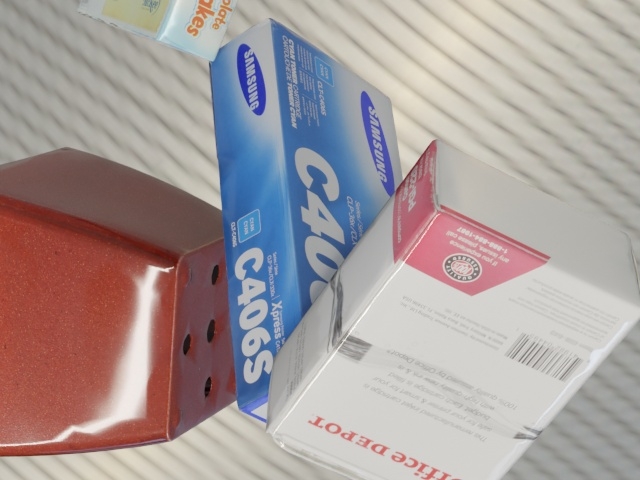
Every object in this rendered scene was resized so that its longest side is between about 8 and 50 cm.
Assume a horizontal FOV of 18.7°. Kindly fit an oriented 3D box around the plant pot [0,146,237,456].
[{"bbox_3d":[-0.210,0.070,1.885,0.236,0.267,0.267,9,103,21],"label":"plant pot"}]

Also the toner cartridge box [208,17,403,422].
[{"bbox_3d":[0.000,0.000,1.574,0.075,0.347,0.165,-29,140,29],"label":"toner cartridge box"}]

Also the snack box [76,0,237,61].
[{"bbox_3d":[-0.128,-0.269,1.730,0.060,0.322,0.187,20,94,-22],"label":"snack box"}]

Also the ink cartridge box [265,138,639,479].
[{"bbox_3d":[0.084,0.064,1.267,0.159,0.092,0.218,26,122,-16],"label":"ink cartridge box"}]
